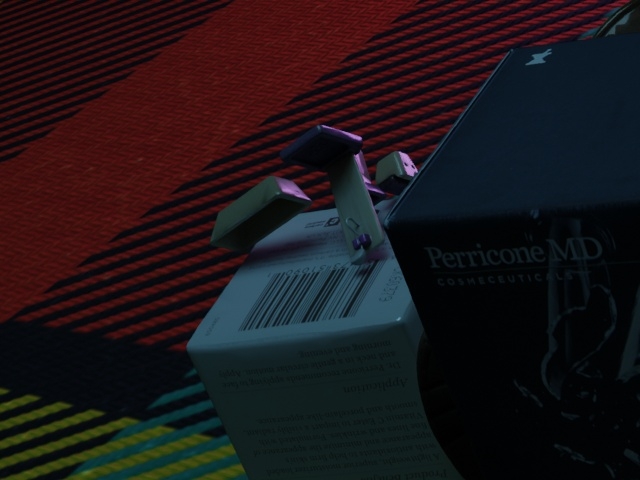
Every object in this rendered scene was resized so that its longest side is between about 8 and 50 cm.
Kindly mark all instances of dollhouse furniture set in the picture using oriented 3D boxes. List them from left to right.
[{"bbox_3d":[0.000,0.000,1.207,0.114,0.091,0.081,-34,60,32],"label":"dollhouse furniture set"}]

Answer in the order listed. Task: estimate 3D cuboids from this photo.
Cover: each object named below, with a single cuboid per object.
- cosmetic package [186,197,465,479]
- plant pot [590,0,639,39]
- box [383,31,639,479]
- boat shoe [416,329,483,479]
[{"bbox_3d":[0.040,0.089,1.226,0.151,0.183,0.151,-8,29,29],"label":"cosmetic package"},{"bbox_3d":[0.288,-0.079,1.406,0.167,0.167,0.165,-30,33,-16],"label":"plant pot"},{"bbox_3d":[0.254,0.061,0.963,0.343,0.312,0.179,-5,29,33],"label":"box"},{"bbox_3d":[0.112,0.108,1.125,0.068,0.190,0.072,1,35,39],"label":"boat shoe"}]
